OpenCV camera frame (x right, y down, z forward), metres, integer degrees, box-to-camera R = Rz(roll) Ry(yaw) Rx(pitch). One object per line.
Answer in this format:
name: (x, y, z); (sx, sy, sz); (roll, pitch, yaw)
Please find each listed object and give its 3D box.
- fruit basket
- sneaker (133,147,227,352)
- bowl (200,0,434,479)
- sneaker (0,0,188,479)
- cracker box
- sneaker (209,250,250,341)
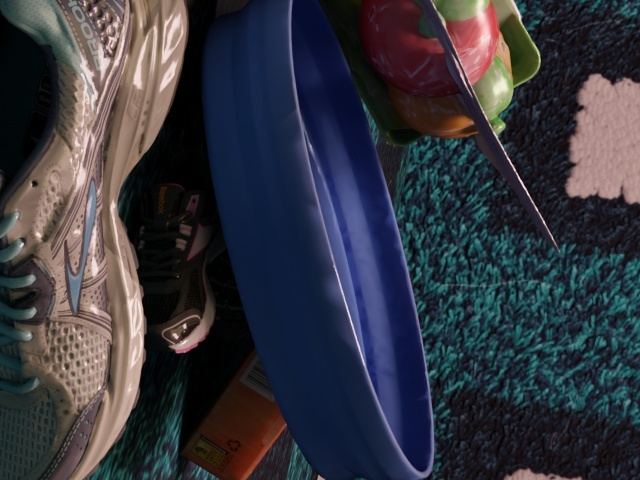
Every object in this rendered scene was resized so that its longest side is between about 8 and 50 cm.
fruit basket: (0.096, -0.186, 1.553); (0.327, 0.165, 0.353); (60, -1, -21)
sneaker: (-0.106, 0.002, 1.298); (0.178, 0.072, 0.077); (-82, 166, -52)
bowl: (0.000, 0.000, 1.447); (0.391, 0.077, 0.391); (-15, 90, -81)
sneaker: (-0.150, -0.005, 0.883); (0.122, 0.110, 0.283); (-13, 113, -62)
cracker box: (-0.036, 0.096, 1.706); (0.156, 0.067, 0.232); (-55, -176, 28)
sneaker: (-0.057, 0.026, 1.660); (0.073, 0.063, 0.162); (99, 7, -53)
